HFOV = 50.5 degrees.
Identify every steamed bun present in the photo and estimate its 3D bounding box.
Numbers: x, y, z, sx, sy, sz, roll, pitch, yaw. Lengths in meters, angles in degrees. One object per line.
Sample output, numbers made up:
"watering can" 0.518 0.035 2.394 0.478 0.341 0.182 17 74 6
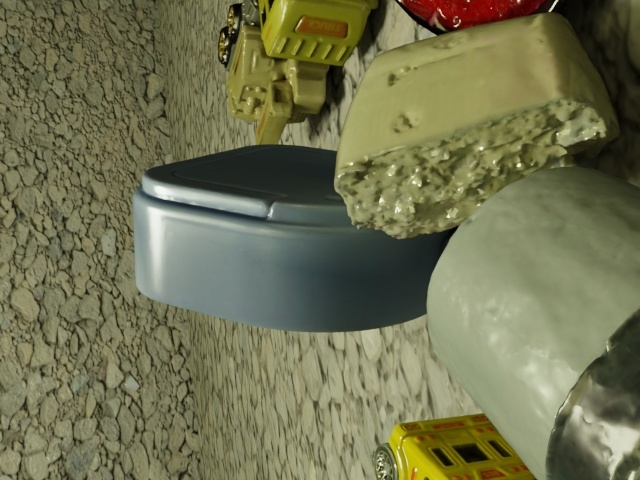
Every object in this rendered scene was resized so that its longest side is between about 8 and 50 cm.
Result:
"steamed bun" 0.151 -0.091 0.615 0.226 0.170 0.199 -7 49 32

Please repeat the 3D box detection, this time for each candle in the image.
"candle" 0.206 0.072 0.487 0.342 0.222 0.221 -129 42 -57

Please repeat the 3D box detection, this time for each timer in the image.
"timer" 0.000 0.000 0.827 0.395 0.396 0.173 -142 54 -62

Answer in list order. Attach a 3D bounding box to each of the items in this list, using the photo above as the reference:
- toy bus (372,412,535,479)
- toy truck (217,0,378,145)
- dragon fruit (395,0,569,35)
"toy bus" 0.138 0.373 0.782 0.152 0.144 0.329 -141 54 -61
"toy truck" -0.053 -0.335 1.151 0.405 0.181 0.253 135 131 -62
"dragon fruit" 0.178 -0.320 0.672 0.343 0.100 0.282 -36 73 64
